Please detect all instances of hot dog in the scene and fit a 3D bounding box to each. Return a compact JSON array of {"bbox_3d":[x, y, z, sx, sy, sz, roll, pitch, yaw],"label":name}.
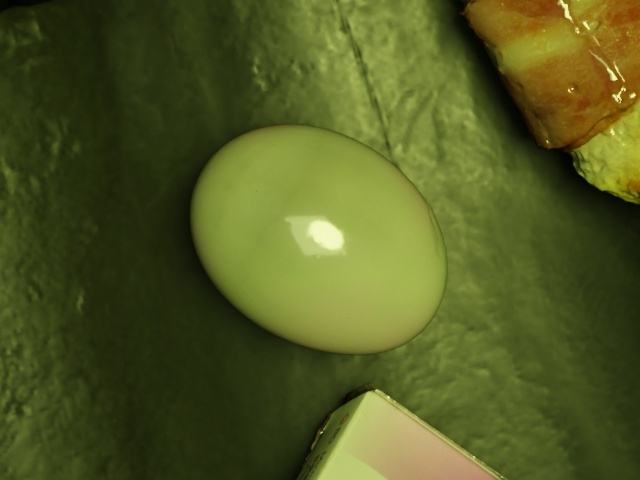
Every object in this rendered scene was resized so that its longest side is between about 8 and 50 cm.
[{"bbox_3d":[0.139,-0.115,0.742,0.123,0.093,0.261,-32,91,21],"label":"hot dog"}]

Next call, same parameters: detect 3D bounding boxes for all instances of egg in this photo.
[{"bbox_3d":[0.000,0.000,0.728,0.135,0.103,0.103,31,89,-6],"label":"egg"}]

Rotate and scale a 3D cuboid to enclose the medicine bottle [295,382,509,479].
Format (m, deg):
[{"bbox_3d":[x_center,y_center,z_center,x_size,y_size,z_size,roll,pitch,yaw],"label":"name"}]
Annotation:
[{"bbox_3d":[0.039,0.195,0.714,0.171,0.052,0.201,36,59,-5],"label":"medicine bottle"}]
